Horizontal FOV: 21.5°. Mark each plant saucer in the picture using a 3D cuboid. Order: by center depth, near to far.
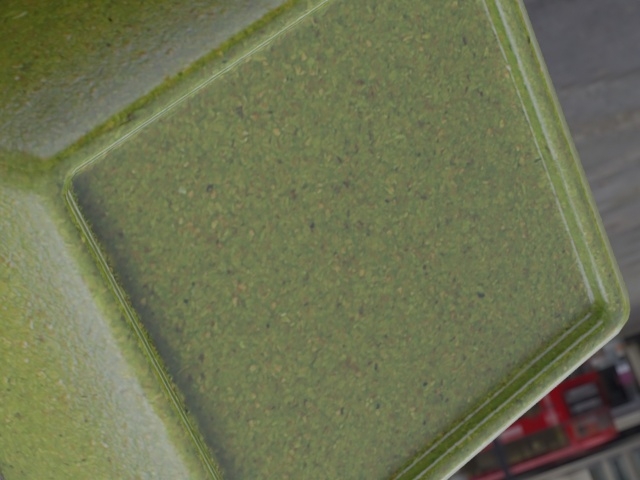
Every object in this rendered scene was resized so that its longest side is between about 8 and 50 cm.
[{"bbox_3d":[0.000,0.000,0.421,0.188,0.188,0.045,-37,-150,-23],"label":"plant saucer"}]
